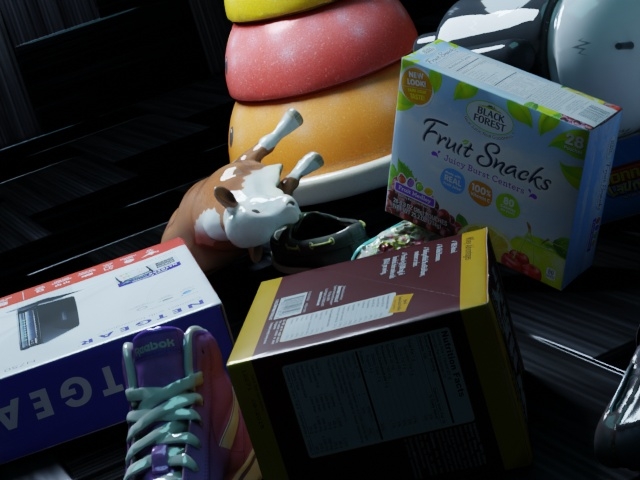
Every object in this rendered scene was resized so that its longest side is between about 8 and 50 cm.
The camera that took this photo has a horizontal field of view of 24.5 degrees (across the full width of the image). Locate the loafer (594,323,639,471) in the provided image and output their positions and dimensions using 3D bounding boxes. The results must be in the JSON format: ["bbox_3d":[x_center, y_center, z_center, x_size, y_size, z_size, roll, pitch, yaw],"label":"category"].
[{"bbox_3d":[0.259,0.070,1.067,0.095,0.109,0.302,-14,18,24],"label":"loafer"}]

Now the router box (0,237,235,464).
[{"bbox_3d":[-0.265,0.115,1.492,0.336,0.082,0.301,-19,15,-9],"label":"router box"}]

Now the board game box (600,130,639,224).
[{"bbox_3d":[0.378,-0.124,1.650,0.308,0.086,0.302,-16,16,1],"label":"board game box"}]

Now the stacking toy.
[{"bbox_3d":[-0.017,-0.308,1.966,0.351,0.479,0.350,-15,15,4],"label":"stacking toy"}]

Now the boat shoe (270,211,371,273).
[{"bbox_3d":[0.000,0.000,1.643,0.081,0.068,0.228,-23,17,-21],"label":"boat shoe"}]

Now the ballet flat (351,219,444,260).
[{"bbox_3d":[0.129,0.002,1.520,0.077,0.091,0.241,32,47,30],"label":"ballet flat"}]

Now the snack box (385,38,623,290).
[{"bbox_3d":[0.168,-0.074,1.399,0.207,0.174,0.070,26,38,28],"label":"snack box"}]

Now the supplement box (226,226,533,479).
[{"bbox_3d":[0.051,0.097,1.134,0.194,0.129,0.191,-14,15,10],"label":"supplement box"}]

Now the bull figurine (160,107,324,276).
[{"bbox_3d":[-0.090,-0.041,1.676,0.188,0.101,0.310,-46,10,-29],"label":"bull figurine"}]

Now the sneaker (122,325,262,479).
[{"bbox_3d":[-0.116,0.153,1.059,0.102,0.161,0.282,-13,17,7],"label":"sneaker"}]

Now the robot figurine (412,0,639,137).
[{"bbox_3d":[0.227,-0.183,1.516,0.278,0.173,0.209,-3,43,43],"label":"robot figurine"}]
